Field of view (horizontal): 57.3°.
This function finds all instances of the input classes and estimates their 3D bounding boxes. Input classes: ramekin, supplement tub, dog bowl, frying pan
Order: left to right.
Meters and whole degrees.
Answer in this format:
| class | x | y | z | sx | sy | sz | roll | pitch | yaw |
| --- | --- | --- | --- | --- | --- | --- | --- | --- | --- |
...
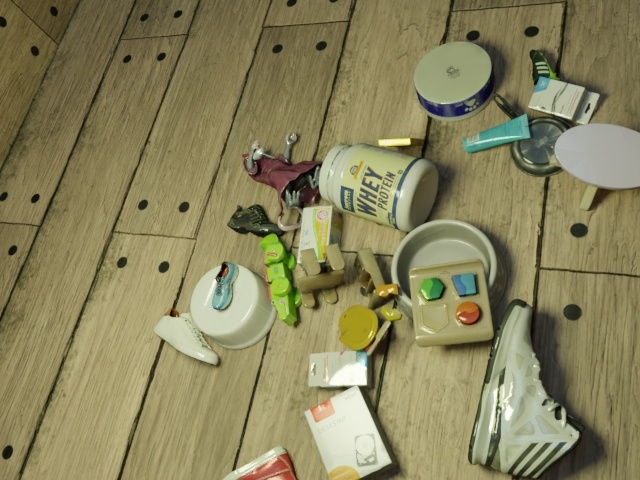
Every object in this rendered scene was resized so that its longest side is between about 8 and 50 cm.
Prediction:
| class | x | y | z | sx | sy | sz | roll | pitch | yaw |
| --- | --- | --- | --- | --- | --- | --- | --- | --- | --- |
| ramekin | -0.293 | 0.210 | 1.935 | 0.278 | 0.135 | 0.277 | -9 | 63 | 18 |
| supplement tub | 0.183 | -0.177 | 1.866 | 0.325 | 0.235 | 0.235 | 19 | 75 | 28 |
| dog bowl | 0.370 | 0.092 | 1.744 | 0.349 | 0.102 | 0.348 | -9 | 63 | 18 |
| dog bowl | 0.458 | -0.545 | 2.005 | 0.265 | 0.104 | 0.264 | -9 | 63 | 18 |
| frying pan | 0.674 | -0.355 | 1.829 | 0.197 | 0.053 | 0.325 | -17 | 75 | 20 |

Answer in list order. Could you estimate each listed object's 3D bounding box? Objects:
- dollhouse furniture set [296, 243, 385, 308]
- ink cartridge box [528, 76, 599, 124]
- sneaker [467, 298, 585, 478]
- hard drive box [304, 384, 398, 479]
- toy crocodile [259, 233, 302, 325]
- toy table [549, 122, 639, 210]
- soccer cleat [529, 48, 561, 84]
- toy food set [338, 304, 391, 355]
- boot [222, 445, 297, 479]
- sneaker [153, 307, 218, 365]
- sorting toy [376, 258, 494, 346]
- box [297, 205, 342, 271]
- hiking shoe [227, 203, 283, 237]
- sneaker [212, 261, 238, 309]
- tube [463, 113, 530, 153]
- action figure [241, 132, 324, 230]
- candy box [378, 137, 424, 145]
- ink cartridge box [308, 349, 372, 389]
| class | x | y | z | sx | sy | sz | roll | pitch | yaw |
| --- | --- | --- | --- | --- | --- | --- | --- | --- | --- |
| dollhouse furniture set | 0.058 | 0.132 | 1.791 | 0.242 | 0.212 | 0.160 | -11 | 58 | -13 |
| ink cartridge box | 0.762 | -0.439 | 1.837 | 0.180 | 0.060 | 0.104 | 26 | 104 | 30 |
| sneaker | 0.555 | 0.389 | 1.519 | 0.258 | 0.169 | 0.447 | 13 | 79 | 17 |
| hard drive box | 0.083 | 0.557 | 1.648 | 0.181 | 0.089 | 0.232 | -30 | 59 | 6 |
| toy crocodile | -0.136 | 0.122 | 1.926 | 0.105 | 0.115 | 0.340 | -21 | 58 | 15 |
| toy table | 0.796 | -0.217 | 1.657 | 0.274 | 0.161 | 0.252 | 28 | 89 | 16 |
| soccer cleat | 0.724 | -0.559 | 1.934 | 0.072 | 0.060 | 0.178 | -28 | 61 | 15 |
| toy food set | 0.139 | 0.273 | 1.740 | 0.218 | 0.071 | 0.128 | 20 | 80 | 58 |
| boot | -0.175 | 0.728 | 1.675 | 0.244 | 0.088 | 0.176 | -31 | 60 | 2 |
| sneaker | -0.437 | 0.312 | 1.961 | 0.290 | 0.106 | 0.123 | 25 | 80 | 31 |
| sorting toy | 0.312 | 0.179 | 1.638 | 0.308 | 0.041 | 0.228 | -9 | 68 | 16 |
| box | 0.000 | 0.000 | 1.928 | 0.103 | 0.114 | 0.203 | -3 | 64 | 20 |
| hiking shoe | -0.224 | -0.077 | 2.070 | 0.227 | 0.086 | 0.114 | 10 | 74 | 26 |
| sneaker | -0.316 | 0.139 | 1.854 | 0.064 | 0.073 | 0.162 | 3 | 68 | 23 |
| tube | 0.557 | -0.331 | 1.857 | 0.207 | 0.052 | 0.080 | -15 | 77 | 37 |
| action figure | -0.146 | -0.231 | 2.095 | 0.370 | 0.248 | 0.275 | 26 | 120 | 42 |
| candy box | 0.268 | -0.323 | 1.929 | 0.105 | 0.206 | 0.027 | -2 | 97 | 23 |
| ink cartridge box | 0.060 | 0.390 | 1.750 | 0.182 | 0.061 | 0.104 | -6 | 64 | 19 |
